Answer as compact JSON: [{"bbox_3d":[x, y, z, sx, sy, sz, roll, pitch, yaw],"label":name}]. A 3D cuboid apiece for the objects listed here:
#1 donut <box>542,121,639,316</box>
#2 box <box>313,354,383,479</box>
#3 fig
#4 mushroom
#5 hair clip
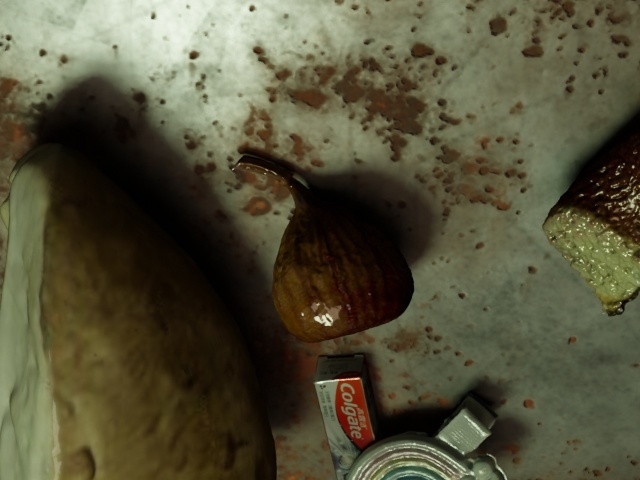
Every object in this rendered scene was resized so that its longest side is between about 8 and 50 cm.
[{"bbox_3d":[0.297,-0.035,1.199,0.126,0.144,0.186,37,151,-11],"label":"donut"},{"bbox_3d":[0.039,0.221,1.442,0.055,0.039,0.218,-4,124,11],"label":"box"},{"bbox_3d":[0.000,0.000,1.267,0.133,0.146,0.201,-25,79,-3],"label":"fig"},{"bbox_3d":[-0.172,0.106,1.261,0.313,0.224,0.397,-4,103,-32],"label":"mushroom"},{"bbox_3d":[0.106,0.262,1.407,0.140,0.054,0.220,40,102,2],"label":"hair clip"}]
